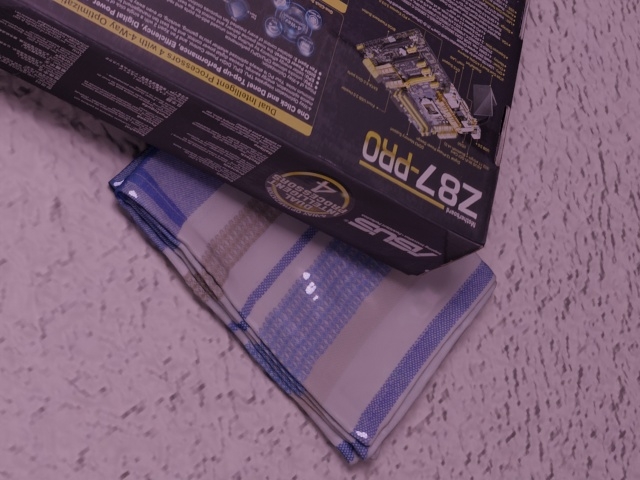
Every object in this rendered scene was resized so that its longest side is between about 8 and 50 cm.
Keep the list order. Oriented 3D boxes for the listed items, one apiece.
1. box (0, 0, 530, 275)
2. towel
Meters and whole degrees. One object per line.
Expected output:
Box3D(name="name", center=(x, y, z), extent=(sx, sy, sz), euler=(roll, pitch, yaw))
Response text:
Box3D(name="box", center=(-0.028, -0.196, 0.877), extent=(0.395, 0.097, 0.318), euler=(26, 59, -24))
Box3D(name="towel", center=(0.000, 0.000, 0.914), extent=(0.285, 0.034, 0.209), euler=(49, 60, -13))
